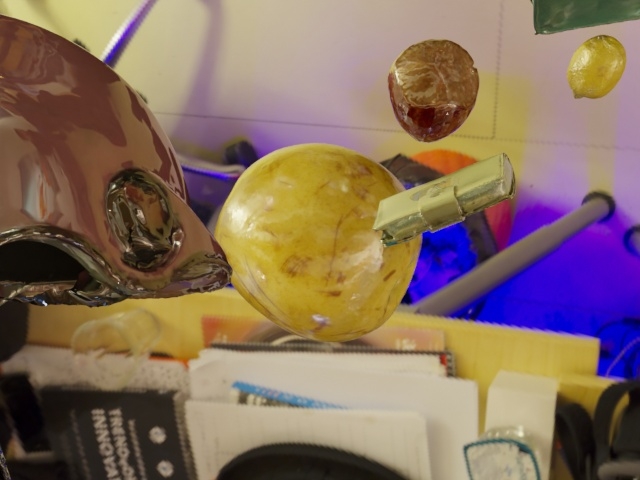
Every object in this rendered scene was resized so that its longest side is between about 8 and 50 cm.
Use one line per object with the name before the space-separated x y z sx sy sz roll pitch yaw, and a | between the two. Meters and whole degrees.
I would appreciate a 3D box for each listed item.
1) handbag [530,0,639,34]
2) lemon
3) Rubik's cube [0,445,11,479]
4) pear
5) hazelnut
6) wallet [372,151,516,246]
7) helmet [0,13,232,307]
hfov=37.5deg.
handbag | 0.472 -0.463 1.529 0.269 0.274 0.100 -9 65 10
lemon | 0.420 -0.261 1.441 0.082 0.082 0.110 30 131 10
Rubik's cube | -0.370 0.215 0.859 0.151 0.155 0.154 62 159 22
pear | 0.000 0.000 1.278 0.281 0.281 0.280 6 108 19
hazelnut | 0.162 -0.221 1.399 0.143 0.143 0.154 -8 72 23
wallet | 0.138 -0.042 1.042 0.155 0.110 0.039 -22 105 19
helmet | -0.224 -0.043 0.610 0.271 0.338 0.197 -12 85 46
